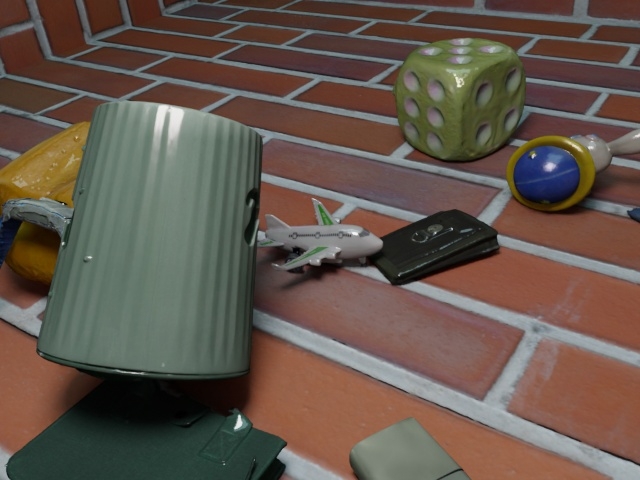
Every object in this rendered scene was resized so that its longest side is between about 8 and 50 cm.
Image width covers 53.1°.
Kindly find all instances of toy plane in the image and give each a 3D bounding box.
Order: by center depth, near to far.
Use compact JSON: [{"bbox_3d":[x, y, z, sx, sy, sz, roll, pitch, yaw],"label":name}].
[{"bbox_3d":[0.000,0.004,1.283,0.255,0.101,0.251,9,36,13],"label":"toy plane"}]

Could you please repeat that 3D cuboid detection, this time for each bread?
[{"bbox_3d":[-0.473,-0.066,1.335,0.361,0.250,0.394,7,40,22],"label":"bread"}]

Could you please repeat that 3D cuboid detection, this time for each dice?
[{"bbox_3d":[0.356,-0.367,1.645,0.250,0.252,0.254,-24,36,-27],"label":"dice"}]

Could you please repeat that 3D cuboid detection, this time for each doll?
[{"bbox_3d":[0.681,-0.038,1.312,0.037,0.027,0.125,-15,32,-15],"label":"doll"},{"bbox_3d":[0.557,-0.154,1.375,0.311,0.159,0.242,-14,-6,41],"label":"doll"}]

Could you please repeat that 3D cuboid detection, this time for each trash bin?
[{"bbox_3d":[0.119,0.310,0.846,0.116,0.059,0.130,-19,35,-22],"label":"trash bin"}]

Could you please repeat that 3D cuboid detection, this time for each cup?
[{"bbox_3d":[-0.269,0.013,1.013,0.310,0.392,0.401,11,-6,-41],"label":"cup"}]

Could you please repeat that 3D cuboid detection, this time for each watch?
[{"bbox_3d":[-0.541,0.057,1.149,0.276,0.274,0.068,8,8,17],"label":"watch"}]

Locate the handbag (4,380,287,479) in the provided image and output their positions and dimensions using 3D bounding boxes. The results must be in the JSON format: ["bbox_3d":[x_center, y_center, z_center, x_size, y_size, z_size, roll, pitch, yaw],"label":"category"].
[{"bbox_3d":[-0.236,0.310,0.875,0.326,0.089,0.238,12,35,25],"label":"handbag"}]

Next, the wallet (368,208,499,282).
[{"bbox_3d":[0.220,0.005,1.299,0.245,0.052,0.168,-19,33,-15],"label":"wallet"}]
